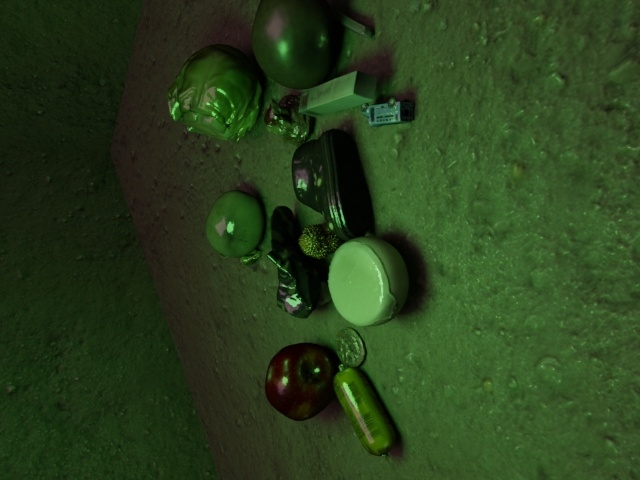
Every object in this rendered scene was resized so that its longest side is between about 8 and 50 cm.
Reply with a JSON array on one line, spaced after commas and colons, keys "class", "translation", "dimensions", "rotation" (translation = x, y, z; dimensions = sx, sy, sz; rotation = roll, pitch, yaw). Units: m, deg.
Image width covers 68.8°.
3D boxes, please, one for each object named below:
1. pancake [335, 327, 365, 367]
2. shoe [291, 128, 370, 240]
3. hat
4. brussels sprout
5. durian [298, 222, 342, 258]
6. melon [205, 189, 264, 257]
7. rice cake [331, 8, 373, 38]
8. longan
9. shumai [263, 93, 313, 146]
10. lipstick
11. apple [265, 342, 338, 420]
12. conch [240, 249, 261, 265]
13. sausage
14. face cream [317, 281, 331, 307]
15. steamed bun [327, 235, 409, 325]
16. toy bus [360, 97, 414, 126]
[{"class": "pancake", "translation": [0.108, 0.394, 1.722], "dimensions": [0.158, 0.028, 0.158], "rotation": [9, 101, 51]}, {"class": "shoe", "translation": [0.022, -0.168, 1.589], "dimensions": [0.237, 0.171, 0.383], "rotation": [-19, 81, 45]}, {"class": "hat", "translation": [-0.089, 0.069, 1.775], "dimensions": [0.258, 0.381, 0.366], "rotation": [16, 150, 9]}, {"class": "brussels sprout", "translation": [-0.421, -0.624, 1.948], "dimensions": [0.426, 0.343, 0.360], "rotation": [12, 80, 46]}, {"class": "durian", "translation": [0.000, 0.000, 1.670], "dimensions": [0.168, 0.158, 0.136], "rotation": [160, 116, -77]}, {"class": "melon", "translation": [-0.377, -0.068, 2.060], "dimensions": [0.272, 0.272, 0.307], "rotation": [9, 111, 51]}, {"class": "rice cake", "translation": [0.096, -0.690, 1.489], "dimensions": [0.206, 0.047, 0.036], "rotation": [48, 127, 36]}, {"class": "longan", "translation": [-0.086, -0.661, 1.529], "dimensions": [0.288, 0.289, 0.350], "rotation": [57, 159, 28]}, {"class": "shumai", "translation": [-0.138, -0.450, 1.734], "dimensions": [0.205, 0.176, 0.166], "rotation": [59, 137, 31]}, {"class": "lipstick", "translation": [0.044, -0.467, 1.513], "dimensions": [0.372, 0.080, 0.076], "rotation": [12, 92, 62]}, {"class": "apple", "translation": [-0.075, 0.534, 1.778], "dimensions": [0.288, 0.288, 0.316], "rotation": [62, 153, 22]}, {"class": "conch", "translation": [-0.329, 0.069, 2.168], "dimensions": [0.121, 0.074, 0.089], "rotation": [-24, 114, 31]}, {"class": "sausage", "translation": [0.150, 0.589, 1.629], "dimensions": [0.347, 0.123, 0.123], "rotation": [61, 138, 25]}, {"class": "face cream", "translation": [-0.033, 0.228, 1.842], "dimensions": [0.198, 0.057, 0.084], "rotation": [-33, 71, 48]}, {"class": "steamed bun", "translation": [0.164, 0.124, 1.468], "dimensions": [0.283, 0.177, 0.282], "rotation": [8, 101, 48]}, {"class": "toy bus", "translation": [0.195, -0.382, 1.405], "dimensions": [0.167, 0.073, 0.076], "rotation": [10, 106, 51]}]
